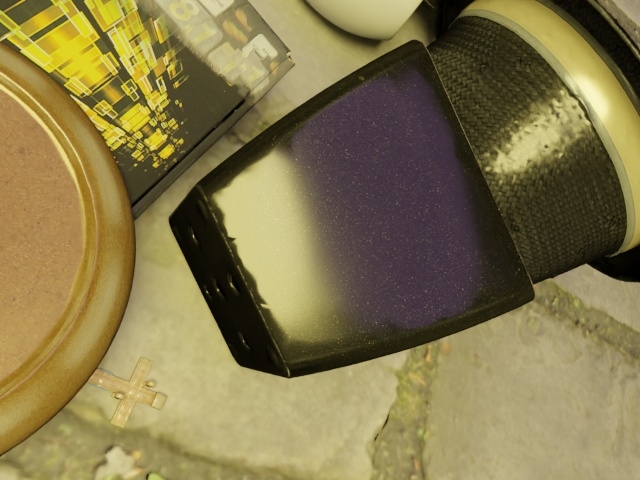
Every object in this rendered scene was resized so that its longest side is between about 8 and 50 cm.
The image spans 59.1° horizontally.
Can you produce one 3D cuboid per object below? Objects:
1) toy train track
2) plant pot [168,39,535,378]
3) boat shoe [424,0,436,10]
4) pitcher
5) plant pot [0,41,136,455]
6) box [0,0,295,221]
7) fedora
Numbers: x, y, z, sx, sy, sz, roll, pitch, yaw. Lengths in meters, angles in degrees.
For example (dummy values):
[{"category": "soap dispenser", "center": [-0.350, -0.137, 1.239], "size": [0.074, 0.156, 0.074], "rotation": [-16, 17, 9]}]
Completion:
[{"category": "toy train track", "center": [-0.141, 0.095, 0.380], "size": [0.083, 0.014, 0.048], "rotation": [30, 62, -24]}, {"category": "plant pot", "center": [0.000, 0.000, 0.408], "size": [0.167, 0.188, 0.187], "rotation": [-27, 93, -25]}, {"category": "boat shoe", "center": [0.189, -0.250, 0.663], "size": [0.224, 0.073, 0.080], "rotation": [7, 67, -36]}, {"category": "pitcher", "center": [0.019, -0.302, 0.544], "size": [0.207, 0.125, 0.177], "rotation": [37, 44, -8]}, {"category": "plant pot", "center": [-0.197, -0.004, 0.248], "size": [0.236, 0.032, 0.236], "rotation": [8, 75, -32]}, {"category": "box", "center": [-0.246, -0.156, 0.325], "size": [0.395, 0.097, 0.318], "rotation": [48, 55, -16]}, {"category": "fedora", "center": [0.159, -0.077, 0.517], "size": [0.153, 0.334, 0.334], "rotation": [-32, 97, -4]}]
